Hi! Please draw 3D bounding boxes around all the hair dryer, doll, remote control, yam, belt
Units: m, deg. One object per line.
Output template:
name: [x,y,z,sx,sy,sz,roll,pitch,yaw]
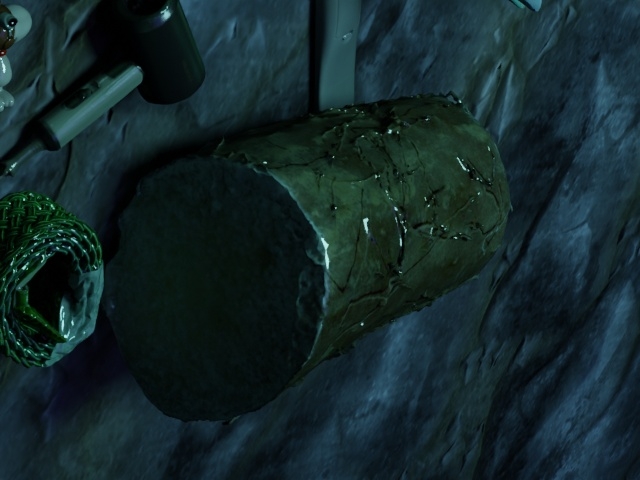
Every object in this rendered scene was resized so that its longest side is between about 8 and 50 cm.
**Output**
hair dryer: [-0.179,-0.114,1.519,0.197,0.057,0.100,-43,145,-15]
doll: [-0.239,-0.137,1.418,0.058,0.040,0.085,-12,127,-64]
remote control: [0.018,-0.183,1.763,0.050,0.027,0.184,-34,143,-32]
yam: [0.000,0.000,1.707,0.348,0.241,0.241,-25,136,-46]
belt: [-0.225,0.038,1.554,0.121,0.079,0.151,-44,148,-24]

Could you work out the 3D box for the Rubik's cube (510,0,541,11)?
Rubik's cube: [0.169,-0.340,1.680,0.265,0.213,0.224,-48,136,5]
